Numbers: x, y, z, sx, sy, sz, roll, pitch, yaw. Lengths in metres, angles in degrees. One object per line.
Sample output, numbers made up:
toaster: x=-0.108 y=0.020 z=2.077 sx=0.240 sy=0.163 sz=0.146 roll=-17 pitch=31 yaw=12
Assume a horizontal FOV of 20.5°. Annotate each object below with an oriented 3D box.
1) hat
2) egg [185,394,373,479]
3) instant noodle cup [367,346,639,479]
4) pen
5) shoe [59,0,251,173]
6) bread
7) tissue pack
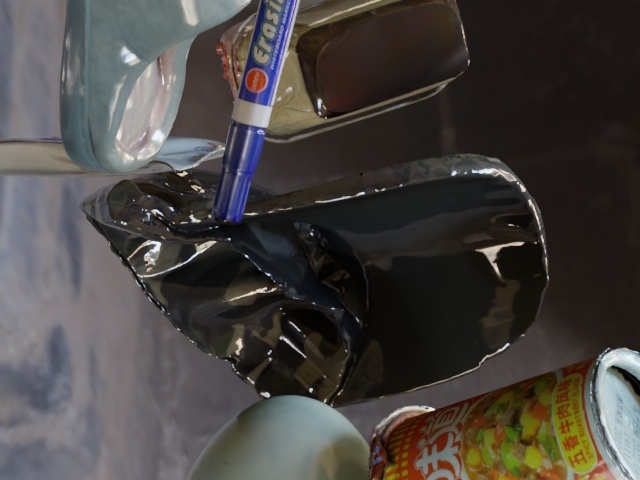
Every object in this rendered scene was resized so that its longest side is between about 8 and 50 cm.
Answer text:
hat: x=0.000 y=0.000 z=1.659 sx=0.381 sy=0.366 sz=0.257 roll=-28 pitch=43 yaw=3
egg: x=-0.033 y=0.314 z=1.482 sx=0.230 sy=0.230 sz=0.371 roll=-2 pitch=76 yaw=12
instant noodle cup: x=0.174 y=0.180 z=1.393 sx=0.212 sy=0.193 sz=0.193 roll=-31 pitch=35 yaw=37
pen: x=-0.032 y=-0.108 z=1.047 sx=0.025 sy=0.204 sz=0.025 roll=14 pitch=9 yaw=-2
shoe: x=-0.058 y=-0.109 z=0.703 sx=0.078 sy=0.195 sz=0.079 roll=20 pitch=31 yaw=16
bread: x=0.014 y=-0.177 z=1.618 sx=0.224 sy=0.142 sz=0.212 roll=-20 pitch=16 yaw=-22
tissue pack: x=-0.151 y=-0.057 z=1.170 sx=0.193 sy=0.026 sz=0.122 roll=1 pitch=6 yaw=24
